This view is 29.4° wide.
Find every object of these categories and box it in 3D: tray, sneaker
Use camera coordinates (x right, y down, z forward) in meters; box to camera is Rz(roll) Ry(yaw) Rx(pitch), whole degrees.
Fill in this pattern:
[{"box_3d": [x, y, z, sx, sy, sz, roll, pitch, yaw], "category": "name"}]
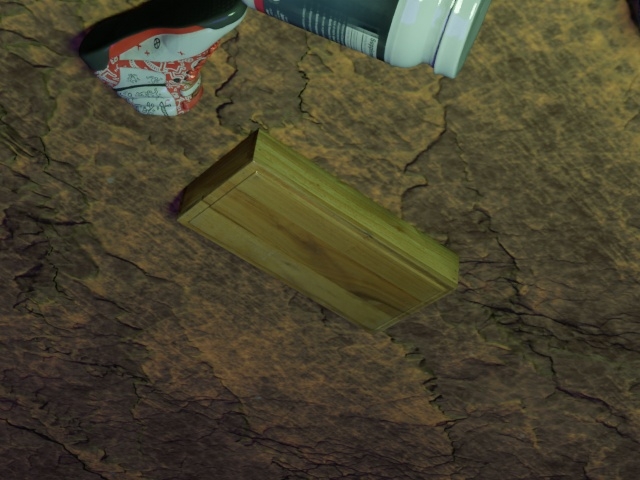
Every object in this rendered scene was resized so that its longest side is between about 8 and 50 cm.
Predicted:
[{"box_3d": [0.000, 0.000, 1.920, 0.411, 0.076, 0.203, 31, 137, -27], "category": "tray"}, {"box_3d": [-0.178, -0.250, 1.627, 0.270, 0.090, 0.145, -13, 138, 30], "category": "sneaker"}]

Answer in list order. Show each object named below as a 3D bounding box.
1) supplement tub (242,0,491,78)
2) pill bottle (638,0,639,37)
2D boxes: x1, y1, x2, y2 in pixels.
[{"box_3d": [0.057, -0.310, 1.377, 0.272, 0.191, 0.191, 23, 142, 7], "category": "supplement tub"}, {"box_3d": [0.433, -0.327, 1.359, 0.153, 0.153, 0.265, -1, 141, 12], "category": "pill bottle"}]
